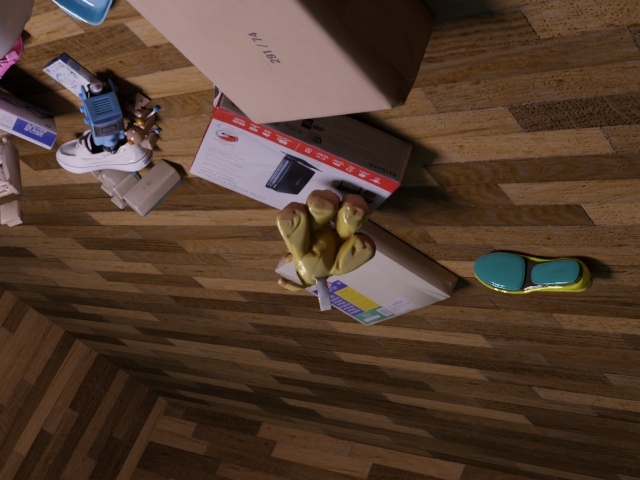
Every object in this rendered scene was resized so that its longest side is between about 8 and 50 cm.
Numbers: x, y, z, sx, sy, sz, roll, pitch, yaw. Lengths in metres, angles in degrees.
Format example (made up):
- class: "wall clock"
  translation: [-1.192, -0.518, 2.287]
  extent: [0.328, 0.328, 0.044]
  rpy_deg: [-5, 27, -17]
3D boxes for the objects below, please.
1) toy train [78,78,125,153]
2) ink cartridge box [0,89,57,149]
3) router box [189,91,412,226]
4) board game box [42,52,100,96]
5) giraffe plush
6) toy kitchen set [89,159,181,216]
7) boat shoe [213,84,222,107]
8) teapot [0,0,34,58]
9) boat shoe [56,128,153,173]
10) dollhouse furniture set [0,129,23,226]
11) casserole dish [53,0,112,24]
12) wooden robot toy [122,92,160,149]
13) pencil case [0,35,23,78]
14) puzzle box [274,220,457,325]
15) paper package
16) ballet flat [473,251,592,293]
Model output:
- class: "toy train"
  translation: [-0.428, -0.242, 1.992]
  extent: [0.080, 0.105, 0.184]
  rpy_deg: [-16, 160, -13]
- class: "ink cartridge box"
  translation: [-0.675, -0.286, 2.141]
  extent: [0.223, 0.045, 0.224]
  rpy_deg: [24, -168, -28]
- class: "router box"
  translation: [-0.044, -0.145, 1.798]
  extent: [0.335, 0.082, 0.301]
  rpy_deg: [22, 158, -9]
- class: "board game box"
  translation: [-0.496, -0.328, 2.004]
  extent: [0.090, 0.020, 0.090]
  rpy_deg: [39, 154, -27]
- class: "giraffe plush"
  translation: [0.000, 0.000, 1.816]
  extent: [0.181, 0.210, 0.170]
  rpy_deg: [6, -166, -8]
- class: "toy kitchen set"
  translation: [-0.401, -0.122, 2.273]
  extent: [0.207, 0.122, 0.166]
  rpy_deg: [36, 165, 31]
- class: "boat shoe"
  translation: [-0.167, -0.268, 1.768]
  extent: [0.046, 0.038, 0.125]
  rpy_deg: [-6, 161, -6]
- class: "teapot"
  translation: [-0.492, -0.364, 1.424]
  extent: [0.256, 0.187, 0.253]
  rpy_deg: [45, 148, 26]
- class: "boat shoe"
  translation: [-0.481, -0.205, 2.181]
  extent: [0.258, 0.095, 0.084]
  rpy_deg: [-1, 143, 28]
- class: "dollhouse furniture set"
  translation: [-0.854, -0.177, 2.259]
  extent: [0.303, 0.356, 0.174]
  rpy_deg: [-18, 149, 3]
- class: "casserole dish"
  translation: [-0.393, -0.426, 1.667]
  extent: [0.114, 0.037, 0.188]
  rpy_deg: [32, 156, -13]
- class: "wooden robot toy"
  translation: [-0.372, -0.224, 2.021]
  extent: [0.076, 0.079, 0.173]
  rpy_deg: [24, 157, 3]
- class: "pencil case"
  translation: [-0.653, -0.367, 1.996]
  extent: [0.209, 0.095, 0.098]
  rpy_deg: [-14, 100, 59]
- class: "puzzle box"
  translation: [0.087, 0.073, 2.214]
  extent: [0.272, 0.052, 0.409]
  rpy_deg: [31, 157, -14]
- class: "paper package"
  translation: [-0.063, -0.323, 1.377]
  extent: [0.309, 0.168, 0.325]
  rpy_deg: [0, 146, 46]
- class: "ballet flat"
  translation: [0.396, 0.067, 1.862]
  extent: [0.230, 0.077, 0.077]
  rpy_deg: [2, 164, 41]
